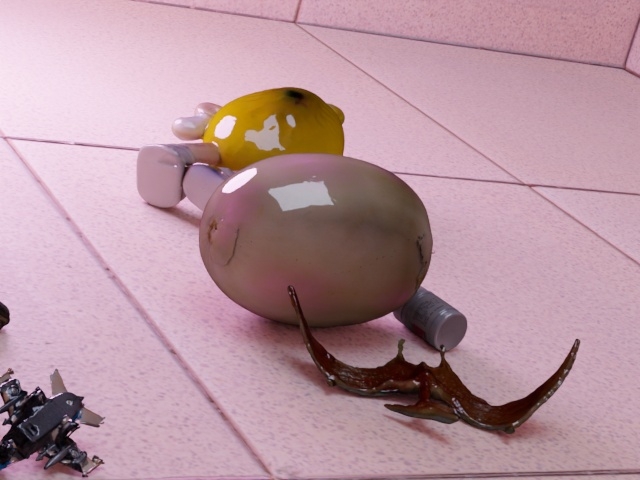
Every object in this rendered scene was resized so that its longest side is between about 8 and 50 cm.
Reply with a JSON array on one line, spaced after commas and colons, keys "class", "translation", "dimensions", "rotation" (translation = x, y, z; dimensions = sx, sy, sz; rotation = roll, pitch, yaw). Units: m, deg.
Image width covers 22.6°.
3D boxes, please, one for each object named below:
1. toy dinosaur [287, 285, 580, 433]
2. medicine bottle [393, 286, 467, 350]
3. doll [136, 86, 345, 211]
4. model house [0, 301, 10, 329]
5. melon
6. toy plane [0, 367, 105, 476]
[{"class": "toy dinosaur", "translation": [0.121, 0.137, 1.929], "dimensions": [0.327, 0.113, 0.206], "rotation": [22, 20, 23]}, {"class": "medicine bottle", "translation": [0.145, 0.102, 2.120], "dimensions": [0.058, 0.058, 0.091], "rotation": [-1, 25, -39]}, {"class": "doll", "translation": [-0.082, -0.117, 2.435], "dimensions": [0.423, 0.161, 0.348], "rotation": [0, 37, -34]}, {"class": "model house", "translation": [-0.475, -0.004, 1.845], "dimensions": [0.278, 0.205, 0.218], "rotation": [40, 12, -22]}, {"class": "melon", "translation": [0.000, 0.000, 2.047], "dimensions": [0.317, 0.223, 0.223], "rotation": [7, 20, -31]}, {"class": "toy plane", "translation": [-0.284, 0.190, 1.550], "dimensions": [0.135, 0.062, 0.188], "rotation": [45, 27, 6]}]
